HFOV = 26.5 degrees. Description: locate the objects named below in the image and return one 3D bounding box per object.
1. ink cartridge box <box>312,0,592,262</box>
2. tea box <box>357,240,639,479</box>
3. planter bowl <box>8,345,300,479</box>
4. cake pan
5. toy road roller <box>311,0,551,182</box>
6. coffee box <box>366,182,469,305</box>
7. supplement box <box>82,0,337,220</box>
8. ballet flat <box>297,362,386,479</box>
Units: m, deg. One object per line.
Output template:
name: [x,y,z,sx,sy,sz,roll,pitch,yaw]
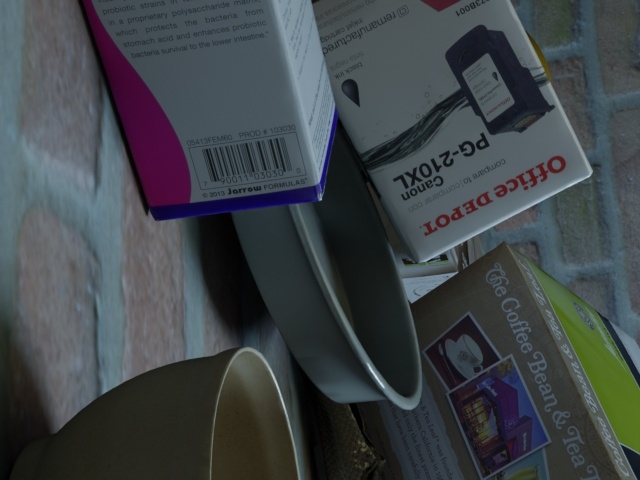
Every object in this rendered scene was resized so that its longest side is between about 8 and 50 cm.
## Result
ink cartridge box: [0.102,-0.122,1.166,0.237,0.172,0.100,62,1,-6]
tea box: [0.229,0.231,1.355,0.323,0.220,0.329,34,28,-48]
planter bowl: [-0.077,0.134,0.620,0.162,0.109,0.162,-7,90,-78]
cake pan: [0.000,0.000,1.054,0.293,0.054,0.293,-22,90,-77]
toy road roller: [0.092,-0.204,1.304,0.202,0.240,0.330,-39,122,-77]
coffee box: [0.123,-0.015,1.703,0.246,0.098,0.141,57,29,-65]
supplement box: [-0.068,-0.137,0.810,0.114,0.111,0.220,-80,160,-55]
ballet flat: [0.013,0.113,1.188,0.084,0.058,0.250,-47,127,-74]
